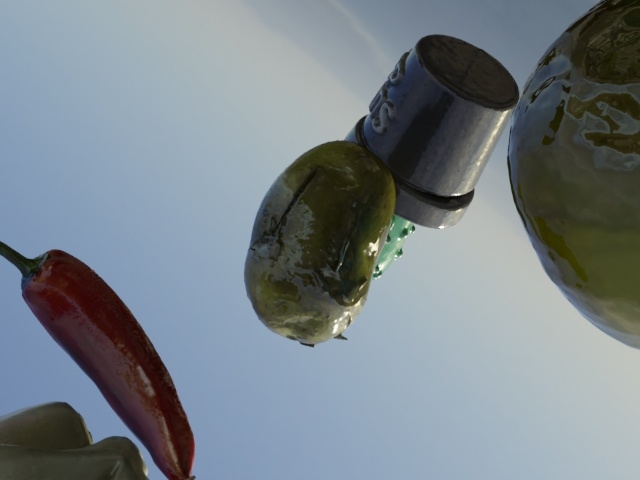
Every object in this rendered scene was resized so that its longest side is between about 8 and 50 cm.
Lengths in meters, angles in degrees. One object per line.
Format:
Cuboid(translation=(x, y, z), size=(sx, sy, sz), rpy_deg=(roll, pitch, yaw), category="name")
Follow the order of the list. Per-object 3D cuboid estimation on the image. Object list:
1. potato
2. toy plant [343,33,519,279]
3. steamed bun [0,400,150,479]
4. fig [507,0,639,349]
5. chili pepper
Cuboid(translation=(0.000, 0.000, 1.905), size=(0.169, 0.248, 0.143), rpy_deg=(23, -179, -43), category="potato")
Cuboid(translation=(0.096, -0.078, 2.097), size=(0.185, 0.400, 0.279), rpy_deg=(7, -140, -32), category="toy plant")
Cuboid(translation=(-0.290, 0.335, 1.513), size=(0.255, 0.368, 0.342), rpy_deg=(0, 161, -22), category="steamed bun")
Cuboid(translation=(0.332, -0.058, 1.276), size=(0.343, 0.343, 0.343), rpy_deg=(40, -176, -3), category="fig")
Cuboid(translation=(-0.235, 0.121, 1.778), size=(0.368, 0.092, 0.137), rpy_deg=(46, -179, 12), category="chili pepper")
